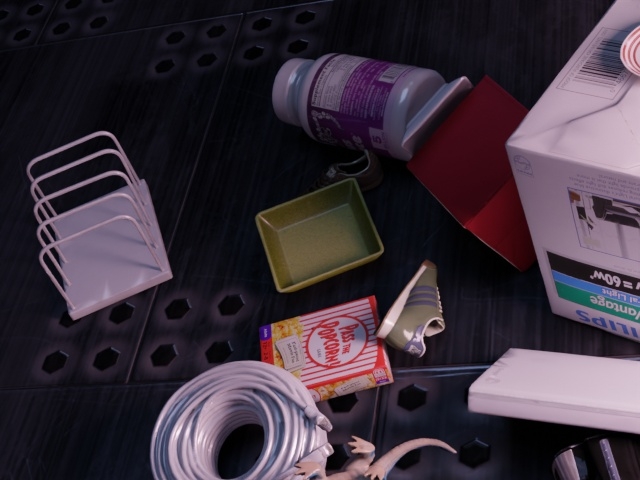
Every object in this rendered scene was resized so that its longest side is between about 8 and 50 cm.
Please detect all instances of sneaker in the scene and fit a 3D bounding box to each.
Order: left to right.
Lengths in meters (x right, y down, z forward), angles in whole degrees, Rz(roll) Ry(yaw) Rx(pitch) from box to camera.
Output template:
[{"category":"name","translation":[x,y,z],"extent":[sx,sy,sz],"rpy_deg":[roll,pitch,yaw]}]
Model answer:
[{"category":"sneaker","translation":[0.017,-0.102,2.038],"extent":[0.188,0.071,0.066],"rpy_deg":[-28,44,-5]},{"category":"sneaker","translation":[0.155,0.111,1.788],"extent":[0.086,0.064,0.192],"rpy_deg":[35,42,5]}]

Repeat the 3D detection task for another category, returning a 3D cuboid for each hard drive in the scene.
[{"category":"hard drive","translation":[0.375,0.201,1.541],"extent":[0.308,0.040,0.203],"rpy_deg":[4,13,25]}]

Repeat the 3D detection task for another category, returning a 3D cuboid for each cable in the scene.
[{"category":"cable","translation":[-0.117,0.296,1.665],"extent":[0.257,0.089,0.257],"rpy_deg":[-41,52,-2]}]

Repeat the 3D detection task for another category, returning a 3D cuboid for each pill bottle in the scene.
[{"category":"pill bottle","translation":[0.066,-0.246,2.089],"extent":[0.301,0.169,0.169],"rpy_deg":[16,56,34]}]

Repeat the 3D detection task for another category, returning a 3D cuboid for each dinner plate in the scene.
[{"category":"dinner plate","translation":[0.463,-0.249,1.510],"extent":[0.141,0.017,0.141],"rpy_deg":[-12,44,12]}]

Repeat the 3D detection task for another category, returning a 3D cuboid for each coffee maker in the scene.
[{"category":"coffee maker","translation":[0.388,0.338,1.441],"extent":[0.171,0.120,0.178],"rpy_deg":[3,45,-8]}]

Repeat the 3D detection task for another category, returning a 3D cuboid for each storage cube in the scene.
[{"category":"storage cube","translation":[0.287,-0.104,1.807],"extent":[0.193,0.184,0.215],"rpy_deg":[-49,44,9]}]

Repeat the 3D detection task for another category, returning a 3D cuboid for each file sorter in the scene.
[{"category":"file sorter","translation":[-0.408,-0.039,2.082],"extent":[0.193,0.173,0.277],"rpy_deg":[-23,43,0]}]

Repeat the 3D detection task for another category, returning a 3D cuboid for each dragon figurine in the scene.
[{"category":"dragon figurine","translation":[0.041,0.351,1.572],"extent":[0.289,0.144,0.085],"rpy_deg":[-22,44,-23]}]

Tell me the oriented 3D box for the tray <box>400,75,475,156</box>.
[{"category":"tray","translation":[0.207,-0.185,1.887],"extent":[0.030,0.270,0.145],"rpy_deg":[44,97,20]}]

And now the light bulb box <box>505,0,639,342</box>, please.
[{"category":"light bulb box","translation":[0.474,-0.098,1.634],"extent":[0.225,0.361,0.358],"rpy_deg":[19,57,37]}]

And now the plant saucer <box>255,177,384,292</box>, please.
[{"category":"plant saucer","translation":[0.000,0.000,1.958],"extent":[0.188,0.045,0.188],"rpy_deg":[-21,48,2]}]

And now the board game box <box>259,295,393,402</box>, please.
[{"category":"board game box","translation":[0.006,0.175,1.791],"extent":[0.193,0.045,0.146],"rpy_deg":[-16,44,7]}]
